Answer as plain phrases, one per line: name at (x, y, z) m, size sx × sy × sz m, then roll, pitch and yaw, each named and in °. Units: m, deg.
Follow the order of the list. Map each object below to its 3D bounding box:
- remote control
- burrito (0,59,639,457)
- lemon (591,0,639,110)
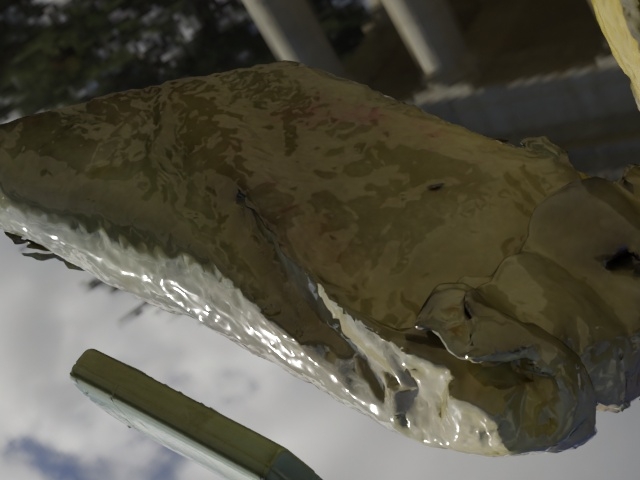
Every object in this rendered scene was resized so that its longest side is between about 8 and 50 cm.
remote control at (-0.087, 0.142, 1.118) m, size 0.233 × 0.098 × 0.038 m, roll 22°, pitch -108°, yaw 42°
burrito at (0.007, -0.005, 0.671) m, size 0.347 × 0.107 × 0.175 m, roll 16°, pitch -149°, yaw 34°
lemon at (0.241, -0.147, 0.653) m, size 0.267 × 0.267 × 0.267 m, roll -24°, pitch -152°, yaw 14°
